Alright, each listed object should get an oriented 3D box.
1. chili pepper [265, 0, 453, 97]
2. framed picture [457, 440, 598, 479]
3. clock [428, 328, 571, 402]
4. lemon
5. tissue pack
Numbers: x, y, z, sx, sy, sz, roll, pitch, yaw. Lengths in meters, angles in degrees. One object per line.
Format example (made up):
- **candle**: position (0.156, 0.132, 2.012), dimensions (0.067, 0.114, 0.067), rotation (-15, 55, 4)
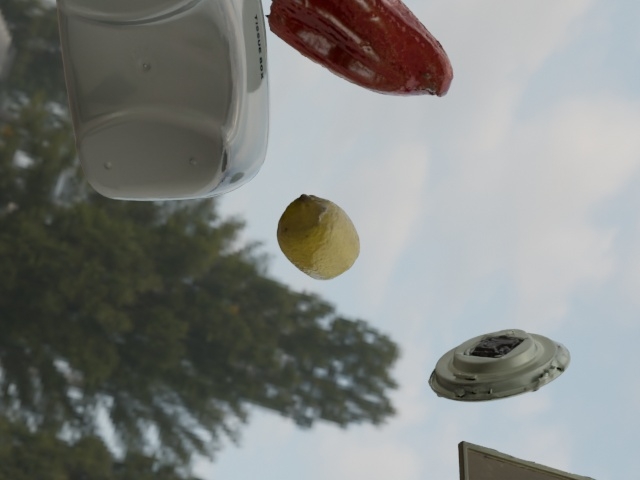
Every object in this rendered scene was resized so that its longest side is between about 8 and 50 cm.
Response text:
- **chili pepper**: position (0.054, -0.252, 1.750), dimensions (0.144, 0.253, 0.136), rotation (-46, 168, 3)
- **framed picture**: position (0.293, 0.379, 1.872), dimensions (0.016, 0.250, 0.184), rotation (-47, -147, 45)
- **clock**: position (0.288, 0.194, 2.283), dimensions (0.236, 0.236, 0.053), rotation (-147, -141, -69)
- **lemon**: position (0.000, 0.000, 1.499), dimensions (0.082, 0.110, 0.082), rotation (-23, -142, 20)
- **tissue pack**: position (-0.176, -0.220, 1.654), dimensions (0.236, 0.229, 0.333), rotation (-50, 136, -72)
